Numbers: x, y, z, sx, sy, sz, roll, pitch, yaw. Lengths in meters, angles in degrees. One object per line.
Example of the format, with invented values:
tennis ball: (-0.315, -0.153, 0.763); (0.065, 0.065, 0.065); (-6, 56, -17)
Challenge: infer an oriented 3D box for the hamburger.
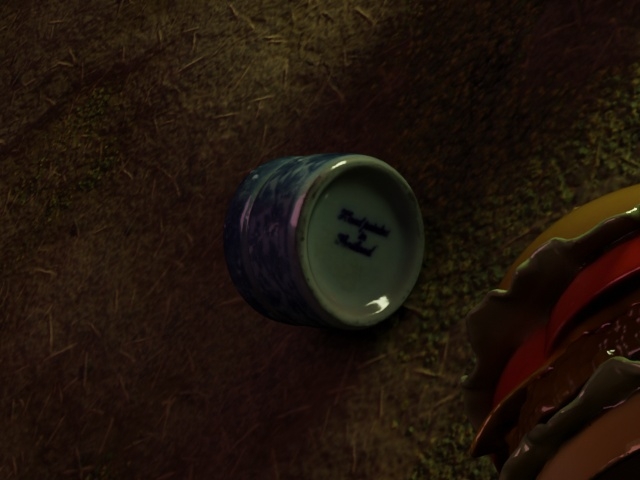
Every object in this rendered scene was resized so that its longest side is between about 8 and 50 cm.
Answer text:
hamburger: (0.217, 0.082, 1.053); (0.274, 0.274, 0.212); (-35, 44, 25)

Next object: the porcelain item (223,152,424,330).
porcelain item: (0.000, 0.000, 1.507); (0.114, 0.147, 0.147); (3, 62, 51)
